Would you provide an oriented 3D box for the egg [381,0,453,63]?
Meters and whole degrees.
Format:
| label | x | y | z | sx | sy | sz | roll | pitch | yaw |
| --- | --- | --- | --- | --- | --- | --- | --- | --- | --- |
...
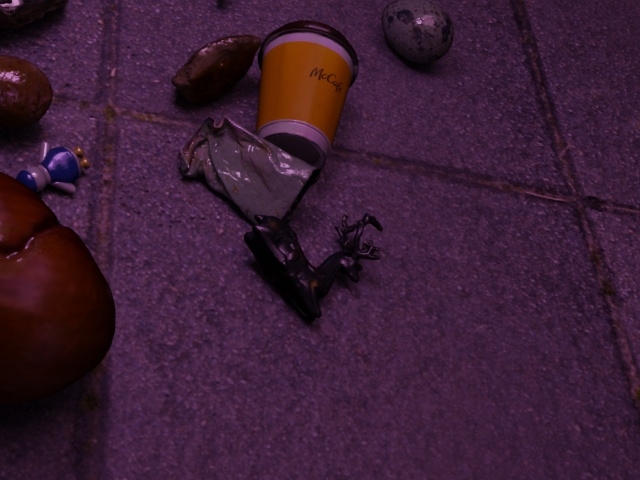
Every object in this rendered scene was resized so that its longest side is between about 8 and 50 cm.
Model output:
| label | x | y | z | sx | sy | sz | roll | pitch | yaw |
| --- | --- | --- | --- | --- | --- | --- | --- | --- | --- |
| egg | 0.207 | -0.458 | 2.206 | 0.172 | 0.132 | 0.132 | 37 | 46 | 19 |

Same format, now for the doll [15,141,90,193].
| label | x | y | z | sx | sy | sz | roll | pitch | yaw |
| --- | --- | --- | --- | --- | --- | --- | --- | --- | --- |
| doll | -0.443 | -0.112 | 1.669 | 0.143 | 0.058 | 0.098 | -35 | 94 | -39 |

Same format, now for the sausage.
| label | x | y | z | sx | sy | sz | roll | pitch | yaw |
| --- | --- | --- | --- | --- | --- | --- | --- | --- | --- |
| sausage | -0.685 | -0.270 | 1.630 | 0.501 | 0.136 | 0.123 | 10 | 86 | -17 |

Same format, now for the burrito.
| label | x | y | z | sx | sy | sz | roll | pitch | yaw |
| --- | --- | --- | --- | --- | --- | --- | --- | --- | --- |
| burrito | -0.129 | -0.124 | 1.796 | 0.229 | 0.089 | 0.143 | 34 | 91 | 3 |

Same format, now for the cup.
| label | x | y | z | sx | sy | sz | roll | pitch | yaw |
| --- | --- | --- | --- | --- | --- | --- | --- | --- | --- |
| cup | -0.035 | -0.265 | 1.908 | 0.197 | 0.196 | 0.279 | 18 | 55 | -12 |

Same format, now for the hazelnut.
| label | x | y | z | sx | sy | sz | roll | pitch | yaw |
| --- | --- | --- | --- | --- | --- | --- | --- | --- | --- |
| hazelnut | -0.451 | 0.064 | 1.364 | 0.372 | 0.315 | 0.372 | 39 | 19 | -17 |

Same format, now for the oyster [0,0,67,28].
| label | x | y | z | sx | sy | sz | roll | pitch | yaw |
| --- | --- | --- | --- | --- | --- | --- | --- | --- | --- |
| oyster | -0.605 | -0.450 | 1.832 | 0.351 | 0.114 | 0.238 | -17 | 54 | -40 |

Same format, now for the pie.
| label | x | y | z | sx | sy | sz | roll | pitch | yaw |
| --- | --- | --- | --- | --- | --- | --- | --- | --- | --- |
| pie | -0.190 | -0.326 | 1.896 | 0.193 | 0.163 | 0.079 | -34 | 83 | -27 |

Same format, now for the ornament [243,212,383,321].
| label | x | y | z | sx | sy | sz | roll | pitch | yaw |
| --- | --- | --- | --- | --- | --- | --- | --- | --- | --- |
| ornament | 0.000 | 0.000 | 1.756 | 0.236 | 0.080 | 0.202 | -37 | 94 | -36 |
